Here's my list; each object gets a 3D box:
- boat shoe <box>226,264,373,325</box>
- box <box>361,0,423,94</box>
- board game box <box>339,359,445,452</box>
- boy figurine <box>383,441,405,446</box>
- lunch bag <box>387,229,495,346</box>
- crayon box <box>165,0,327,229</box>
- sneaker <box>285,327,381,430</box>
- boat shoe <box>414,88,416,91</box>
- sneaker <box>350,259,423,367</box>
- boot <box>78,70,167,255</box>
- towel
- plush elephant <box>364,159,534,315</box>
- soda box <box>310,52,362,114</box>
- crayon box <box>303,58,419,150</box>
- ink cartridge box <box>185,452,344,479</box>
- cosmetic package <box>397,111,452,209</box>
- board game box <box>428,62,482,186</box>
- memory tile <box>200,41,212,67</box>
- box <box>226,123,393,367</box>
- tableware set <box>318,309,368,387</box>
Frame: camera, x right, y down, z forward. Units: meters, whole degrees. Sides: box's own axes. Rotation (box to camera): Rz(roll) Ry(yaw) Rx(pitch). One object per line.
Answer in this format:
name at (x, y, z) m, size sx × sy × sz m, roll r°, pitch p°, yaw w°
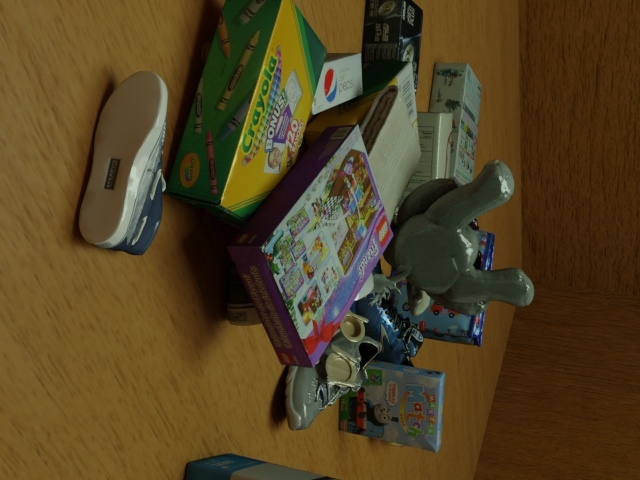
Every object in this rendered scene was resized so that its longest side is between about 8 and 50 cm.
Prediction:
boat shoe at (-0.025, 0.051, 1.124) m, size 0.301 × 0.108 × 0.102 m, roll -10°, pitch 98°, yaw -46°
box at (0.146, -0.392, 1.484) m, size 0.147 × 0.077 × 0.180 m, roll -6°, pitch 101°, yaw -66°
board game box at (0.142, 0.329, 1.492) m, size 0.039 × 0.211 × 0.160 m, roll -25°, pitch 118°, yaw -64°
boy figurine at (0.184, 0.413, 1.773) m, size 0.285 × 0.092 × 0.177 m, roll 66°, pitch 37°, yaw -52°
lunch bag at (0.292, 0.087, 1.770) m, size 0.138 × 0.221 × 0.293 m, roll 43°, pitch 57°, yaw -62°
crayon box at (-0.088, -0.161, 0.948) m, size 0.165 × 0.081 × 0.278 m, roll 33°, pitch 72°, yaw -67°
sneaker at (0.024, 0.235, 1.309) m, size 0.281 × 0.115 × 0.105 m, roll -49°, pitch 139°, yaw -54°
boat shoe at (0.141, -0.277, 1.457) m, size 0.046 × 0.125 × 0.038 m, roll 7°, pitch 85°, yaw -39°
sneaker at (0.142, 0.171, 1.527) m, size 0.130 × 0.147 × 0.330 m, roll -54°, pitch 137°, yaw -51°
boot at (-0.197, -0.079, 0.785) m, size 0.086 × 0.069 × 0.190 m, roll 35°, pitch 71°, yaw -72°
towel at (0.092, -0.100, 1.253) m, size 0.282 × 0.049 × 0.187 m, roll -63°, pitch 150°, yaw -21°
plush elephant at (0.216, 0.009, 1.404) m, size 0.255 × 0.330 × 0.272 m, roll -87°, pitch 156°, yaw -75°
soda box at (-0.001, -0.256, 1.184) m, size 0.216 × 0.069 × 0.074 m, roll -40°, pitch 131°, yaw -60°
crayon box at (0.073, -0.164, 1.328) m, size 0.323 × 0.083 × 0.203 m, roll -51°, pitch 142°, yaw -40°
ink cartridge box at (-0.035, 0.431, 0.975) m, size 0.129 × 0.307 × 0.223 m, roll 28°, pitch 70°, yaw -66°
cosmetic package at (0.192, -0.128, 1.574) m, size 0.129 × 0.153 × 0.296 m, roll -25°, pitch 120°, yaw -66°
board game box at (0.362, -0.303, 1.999) m, size 0.224 × 0.097 × 0.303 m, roll 15°, pitch 80°, yaw -66°
memory tile at (-0.117, -0.207, 0.993) m, size 0.148 × 0.012 × 0.113 m, roll -25°, pitch 119°, yaw -64°
box at (0.000, 0.000, 1.008) m, size 0.293 × 0.057 × 0.201 m, roll -54°, pitch 134°, yaw -43°
tableware set at (0.016, 0.168, 1.278) m, size 0.141 × 0.020 × 0.169 m, roll 30°, pitch 52°, yaw -19°
